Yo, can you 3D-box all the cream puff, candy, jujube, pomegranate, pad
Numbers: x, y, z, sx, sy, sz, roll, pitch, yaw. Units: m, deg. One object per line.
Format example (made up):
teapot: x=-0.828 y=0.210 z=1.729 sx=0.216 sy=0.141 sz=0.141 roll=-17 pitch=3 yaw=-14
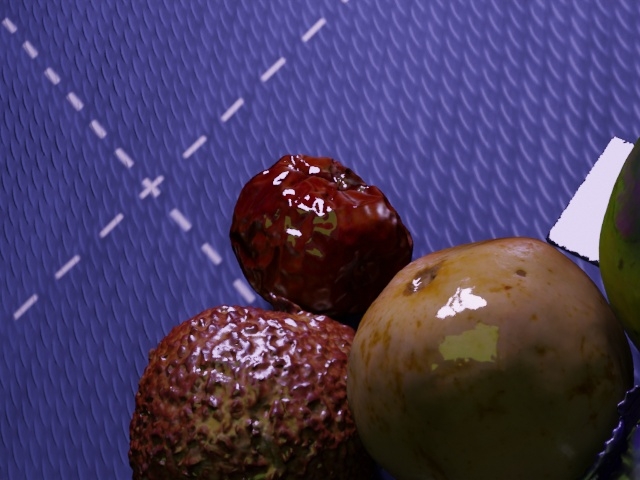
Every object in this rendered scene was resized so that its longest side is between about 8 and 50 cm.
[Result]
cream puff: x=-0.090 y=0.230 z=1.732 sx=0.350 sy=0.228 sz=0.350 roll=-6 pitch=76 yaw=23
candy: x=0.382 y=0.289 z=1.481 sx=0.145 sy=0.275 sz=0.070 roll=-49 pitch=8 yaw=-2
jujube: x=0.000 y=0.000 z=1.861 sx=0.213 sy=0.213 sz=0.232 roll=-46 pitch=44 yaw=0
pomegranate: x=0.192 y=0.169 z=1.606 sx=0.342 sy=0.342 sz=0.343 roll=-14 pitch=58 yaw=23
pad: x=0.419 y=-0.023 z=1.758 sx=0.245 sy=0.006 sz=0.170 roll=29 pitch=81 yaw=38

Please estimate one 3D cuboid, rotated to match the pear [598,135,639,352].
pear: x=0.459 y=-0.013 z=1.568 sx=0.398 sy=0.165 sz=0.399 roll=-18 pitch=62 yaw=37
